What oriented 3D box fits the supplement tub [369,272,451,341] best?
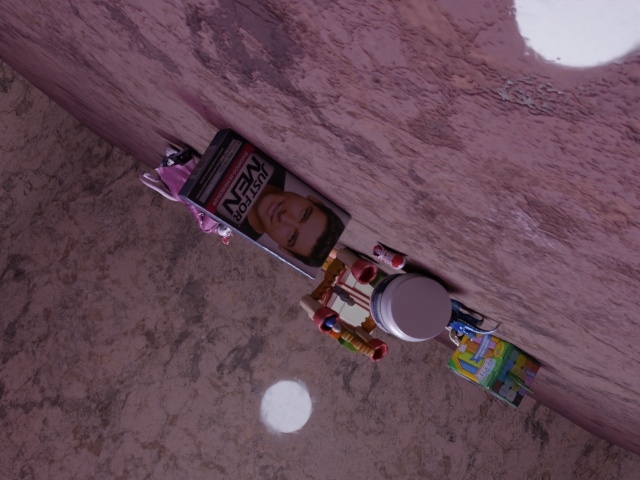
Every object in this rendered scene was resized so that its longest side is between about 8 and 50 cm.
[{"bbox_3d":[0.255,0.188,1.644,0.191,0.191,0.272,32,174,-3],"label":"supplement tub"}]

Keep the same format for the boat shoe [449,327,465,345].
[{"bbox_3d":[0.626,0.429,2.250,0.258,0.095,0.095,31,168,11],"label":"boat shoe"}]

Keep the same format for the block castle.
[{"bbox_3d":[0.166,0.256,2.093,0.213,0.303,0.453,39,-179,43],"label":"block castle"}]

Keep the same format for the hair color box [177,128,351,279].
[{"bbox_3d":[-0.128,-0.082,1.373,0.374,0.185,0.114,34,173,-25],"label":"hair color box"}]

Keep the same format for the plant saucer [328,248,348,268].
[{"bbox_3d":[0.059,0.066,2.352,0.200,0.037,0.200,31,173,4],"label":"plant saucer"}]

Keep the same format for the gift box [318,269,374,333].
[{"bbox_3d":[0.134,0.266,2.587,0.258,0.255,0.276,31,168,-11],"label":"gift box"}]

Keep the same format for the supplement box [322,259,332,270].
[{"bbox_3d":[-0.029,0.059,2.541,0.233,0.078,0.080,31,174,7],"label":"supplement box"}]

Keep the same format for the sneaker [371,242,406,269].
[{"bbox_3d":[0.180,0.041,1.530,0.067,0.042,0.118,30,177,-21],"label":"sneaker"}]

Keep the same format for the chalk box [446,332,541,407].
[{"bbox_3d":[0.630,0.452,2.012,0.180,0.179,0.289,35,172,-27],"label":"chalk box"}]

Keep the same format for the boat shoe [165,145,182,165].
[{"bbox_3d":[-0.556,-0.294,2.241,0.095,0.084,0.258,31,174,10],"label":"boat shoe"}]

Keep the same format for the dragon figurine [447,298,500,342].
[{"bbox_3d":[0.416,0.238,1.751,0.144,0.085,0.289,33,175,-15],"label":"dragon figurine"}]

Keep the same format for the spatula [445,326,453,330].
[{"bbox_3d":[0.506,0.338,2.462,0.242,0.019,0.168,31,169,-6],"label":"spatula"}]

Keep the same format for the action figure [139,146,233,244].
[{"bbox_3d":[-0.430,-0.131,1.986,0.370,0.276,0.248,62,-178,-18],"label":"action figure"}]
